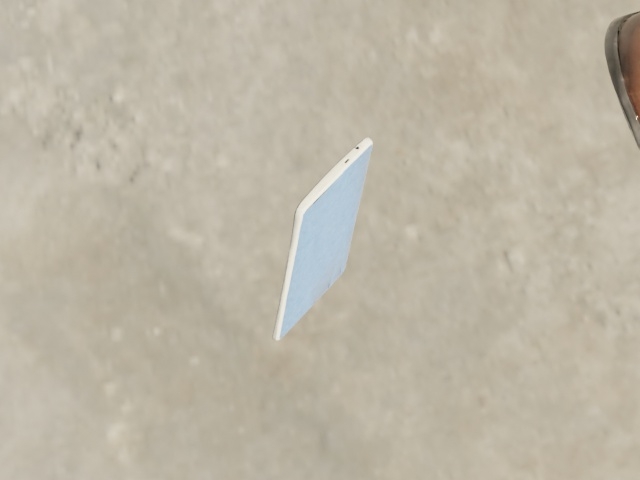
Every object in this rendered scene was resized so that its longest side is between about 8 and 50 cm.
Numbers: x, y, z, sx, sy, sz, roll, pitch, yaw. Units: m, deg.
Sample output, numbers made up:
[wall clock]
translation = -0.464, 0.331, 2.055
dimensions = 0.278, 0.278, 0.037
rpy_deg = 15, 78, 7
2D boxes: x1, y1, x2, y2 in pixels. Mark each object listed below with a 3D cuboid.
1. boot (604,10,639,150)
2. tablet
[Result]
[boot]
translation = 0.366, -0.162, 1.409
dimensions = 0.280, 0.264, 0.096
rpy_deg = -15, 99, 31
[tablet]
translation = 0.000, 0.000, 0.785
dimensions = 0.006, 0.054, 0.083
rpy_deg = 31, 141, 16
